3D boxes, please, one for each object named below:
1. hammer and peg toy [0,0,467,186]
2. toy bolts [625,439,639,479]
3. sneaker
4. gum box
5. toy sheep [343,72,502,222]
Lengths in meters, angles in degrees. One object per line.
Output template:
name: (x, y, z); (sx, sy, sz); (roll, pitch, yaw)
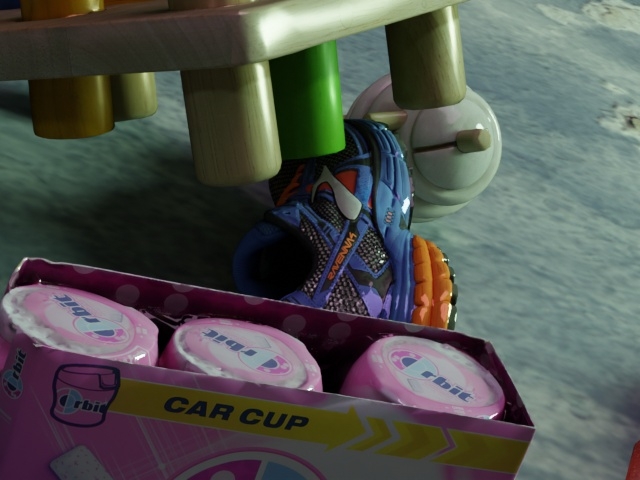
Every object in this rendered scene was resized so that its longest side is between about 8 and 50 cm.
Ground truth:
hammer and peg toy: (-0.056, -0.114, 0.954); (0.266, 0.127, 0.361); (-1, 13, 29)
toy bolts: (0.186, 0.138, 0.646); (0.228, 0.218, 0.158); (8, 27, 17)
sneaker: (0.000, 0.000, 0.909); (0.087, 0.083, 0.221); (5, 24, -14)
gum box: (-0.035, 0.078, 0.678); (0.188, 0.107, 0.062); (11, 26, -20)
toy sheep: (0.051, -0.050, 1.036); (0.091, 0.091, 0.132); (7, 3, -27)
